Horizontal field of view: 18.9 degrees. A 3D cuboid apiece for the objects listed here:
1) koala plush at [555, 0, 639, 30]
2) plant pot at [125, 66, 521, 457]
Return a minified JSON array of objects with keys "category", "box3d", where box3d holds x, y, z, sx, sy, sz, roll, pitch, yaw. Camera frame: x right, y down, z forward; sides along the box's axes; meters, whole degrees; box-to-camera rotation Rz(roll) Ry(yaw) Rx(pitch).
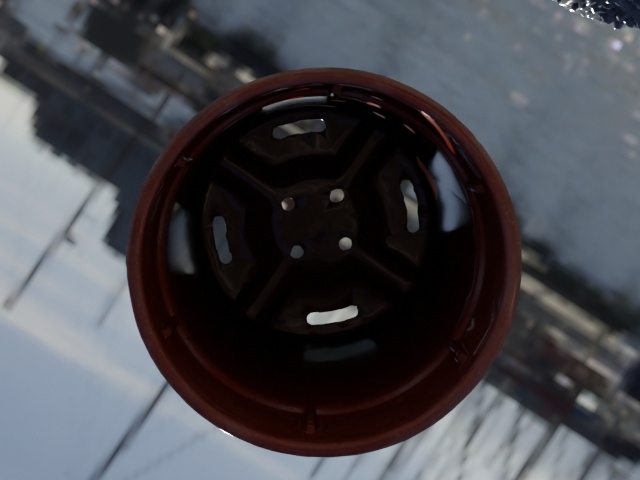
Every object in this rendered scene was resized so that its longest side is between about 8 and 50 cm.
[{"category":"koala plush","box3d":[0.233,-0.172,0.784,0.221,0.196,0.203,13,170,-32]},{"category":"plant pot","box3d":[0.000,0.000,1.454,0.272,0.272,0.265,33,-174,-5]}]
